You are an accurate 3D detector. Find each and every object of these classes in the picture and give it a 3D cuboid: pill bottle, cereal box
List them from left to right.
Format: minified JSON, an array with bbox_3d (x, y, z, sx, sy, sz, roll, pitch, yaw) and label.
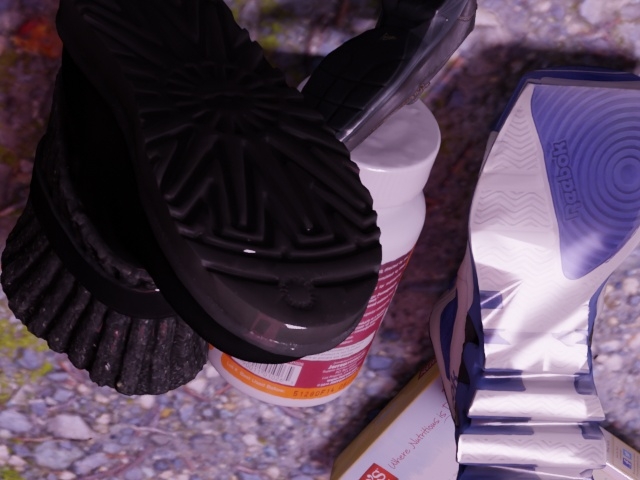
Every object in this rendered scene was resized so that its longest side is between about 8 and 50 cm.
[{"bbox_3d":[0.000,0.000,1.271,0.121,0.121,0.221,12,131,-12],"label":"pill bottle"},{"bbox_3d":[0.149,0.197,1.465,0.240,0.047,0.173,35,121,-10],"label":"cereal box"}]

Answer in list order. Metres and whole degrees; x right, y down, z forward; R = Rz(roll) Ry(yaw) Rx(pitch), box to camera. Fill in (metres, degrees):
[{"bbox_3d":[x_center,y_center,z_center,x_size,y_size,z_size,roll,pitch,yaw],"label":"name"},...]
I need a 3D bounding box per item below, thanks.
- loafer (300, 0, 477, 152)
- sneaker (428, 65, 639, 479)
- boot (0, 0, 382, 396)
[{"bbox_3d":[0.046,-0.103,1.169,0.170,0.062,0.061,-48,139,-15],"label":"loafer"},{"bbox_3d":[0.136,0.028,1.303,0.127,0.182,0.315,7,102,-10],"label":"sneaker"},{"bbox_3d":[-0.089,0.016,1.152,0.131,0.348,0.260,-1,130,-26],"label":"boot"}]
